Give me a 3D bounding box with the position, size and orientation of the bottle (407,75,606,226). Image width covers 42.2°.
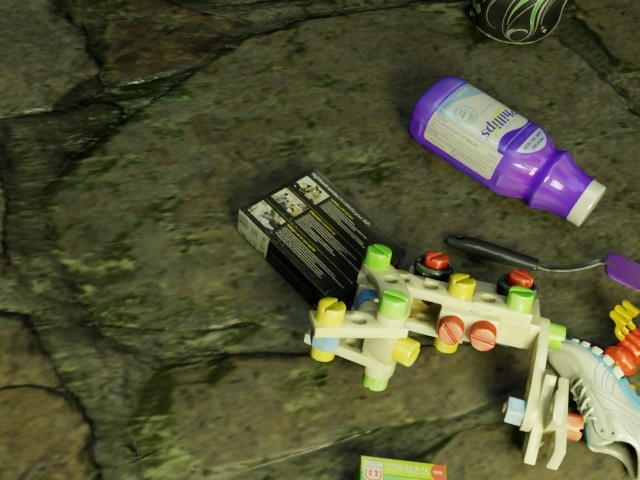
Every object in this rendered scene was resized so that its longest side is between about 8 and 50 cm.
[{"bbox_3d":[0.264,-0.124,1.176,0.283,0.092,0.118,37,53,18],"label":"bottle"}]

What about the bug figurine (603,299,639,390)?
[{"bbox_3d":[0.477,0.174,0.995,0.216,0.072,0.279,-25,56,-34],"label":"bug figurine"}]

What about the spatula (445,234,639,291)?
[{"bbox_3d":[0.307,0.030,1.072,0.297,0.030,0.084,10,25,15],"label":"spatula"}]

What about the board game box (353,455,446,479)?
[{"bbox_3d":[0.079,0.313,0.827,0.092,0.043,0.181,8,51,-5],"label":"board game box"}]

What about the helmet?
[{"bbox_3d":[0.338,-0.430,1.387,0.170,0.161,0.169,5,52,-7],"label":"helmet"}]

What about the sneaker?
[{"bbox_3d":[0.323,0.195,0.954,0.083,0.071,0.190,-31,63,-23],"label":"sneaker"}]

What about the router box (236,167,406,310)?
[{"bbox_3d":[0.000,0.000,1.057,0.133,0.046,0.179,-32,64,-31],"label":"router box"}]

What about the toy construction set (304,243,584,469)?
[{"bbox_3d":[0.153,0.111,0.932,0.328,0.151,0.215,26,27,0],"label":"toy construction set"}]
